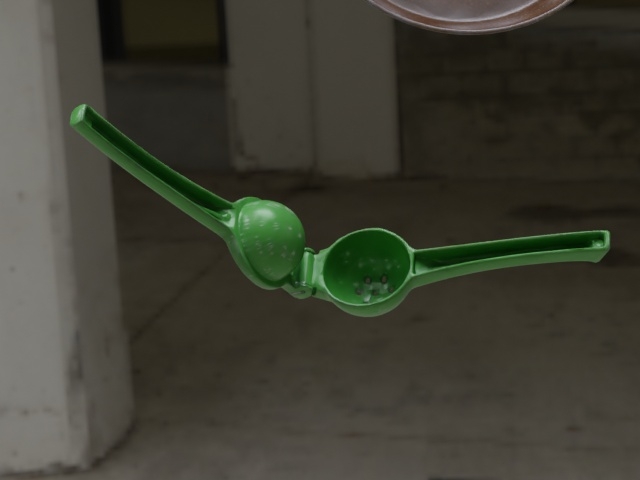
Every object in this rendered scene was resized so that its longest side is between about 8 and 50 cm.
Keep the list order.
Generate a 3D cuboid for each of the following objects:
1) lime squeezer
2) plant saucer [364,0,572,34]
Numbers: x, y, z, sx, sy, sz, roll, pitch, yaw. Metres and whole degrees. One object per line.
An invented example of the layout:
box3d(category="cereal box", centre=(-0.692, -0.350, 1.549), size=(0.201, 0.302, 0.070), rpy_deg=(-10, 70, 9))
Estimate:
box3d(category="lime squeezer", centre=(0.000, 0.000, 0.908), size=(0.310, 0.059, 0.110), rpy_deg=(14, -20, -11))
box3d(category="plant saucer", centre=(0.070, -0.178, 0.805), size=(0.168, 0.168, 0.029), rpy_deg=(-4, -14, -5))
